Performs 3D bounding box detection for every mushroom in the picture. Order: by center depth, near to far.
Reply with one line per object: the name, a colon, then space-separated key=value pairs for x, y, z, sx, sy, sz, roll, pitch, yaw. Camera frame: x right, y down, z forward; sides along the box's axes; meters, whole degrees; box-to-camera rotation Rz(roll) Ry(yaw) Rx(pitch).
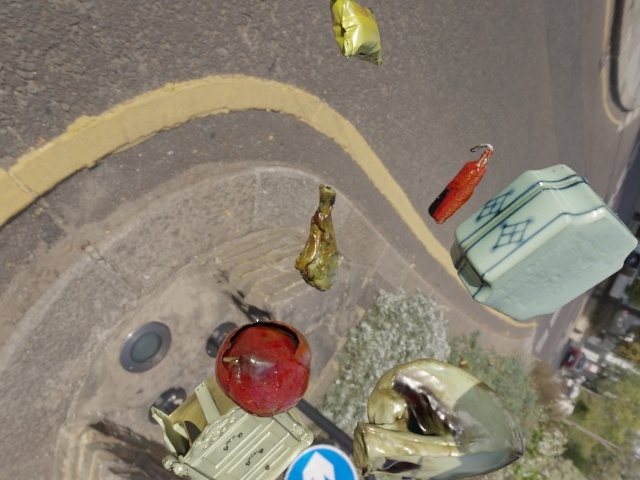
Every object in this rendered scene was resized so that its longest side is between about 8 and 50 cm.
mushroom: x=0.190 y=0.358 z=0.874 sx=0.291 sy=0.212 sz=0.217 roll=-7 pitch=148 yaw=-11

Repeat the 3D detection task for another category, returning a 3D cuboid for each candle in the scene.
candle: x=0.247 y=-0.099 z=0.790 sx=0.162 sy=0.053 sz=0.048 roll=-57 pitch=-163 yaw=34

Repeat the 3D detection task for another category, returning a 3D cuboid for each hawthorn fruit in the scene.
hawthorn fruit: x=-0.093 y=0.190 z=0.690 sx=0.172 sy=0.148 sz=0.148 roll=33 pitch=84 yaw=-48

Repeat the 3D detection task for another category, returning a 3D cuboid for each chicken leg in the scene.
chicken leg: x=0.000 y=0.000 z=0.720 sx=0.093 sy=0.070 sz=0.178 roll=-42 pitch=144 yaw=-63

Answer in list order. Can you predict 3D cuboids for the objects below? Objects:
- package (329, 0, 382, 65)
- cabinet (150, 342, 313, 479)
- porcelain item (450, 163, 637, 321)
package: x=0.094 y=-0.546 z=1.181 sx=0.226 sy=0.090 sz=0.168 roll=-22 pitch=100 yaw=-59
cabinet: x=-0.241 y=0.509 z=1.247 sx=0.290 sy=0.227 sz=0.318 roll=-41 pitch=126 yaw=-10
porcelain item: x=0.422 y=0.010 z=0.883 sx=0.281 sy=0.157 sz=0.286 roll=23 pitch=125 yaw=-35
